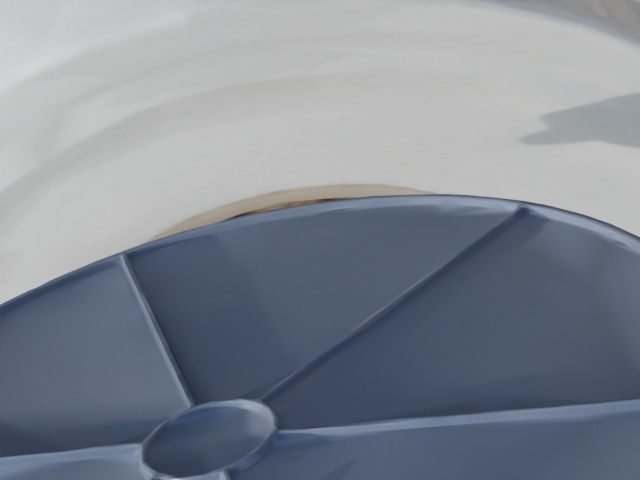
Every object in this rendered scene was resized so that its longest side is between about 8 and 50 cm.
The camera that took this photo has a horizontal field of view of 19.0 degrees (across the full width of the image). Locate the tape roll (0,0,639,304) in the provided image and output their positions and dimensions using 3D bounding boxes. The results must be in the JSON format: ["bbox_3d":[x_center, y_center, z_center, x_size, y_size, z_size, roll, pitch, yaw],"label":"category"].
[{"bbox_3d":[0.000,0.000,0.566,0.286,0.286,0.100,-28,45,24],"label":"tape roll"}]

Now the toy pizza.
[{"bbox_3d":[-0.017,0.050,0.359,0.201,0.201,0.032,-5,117,23],"label":"toy pizza"}]
